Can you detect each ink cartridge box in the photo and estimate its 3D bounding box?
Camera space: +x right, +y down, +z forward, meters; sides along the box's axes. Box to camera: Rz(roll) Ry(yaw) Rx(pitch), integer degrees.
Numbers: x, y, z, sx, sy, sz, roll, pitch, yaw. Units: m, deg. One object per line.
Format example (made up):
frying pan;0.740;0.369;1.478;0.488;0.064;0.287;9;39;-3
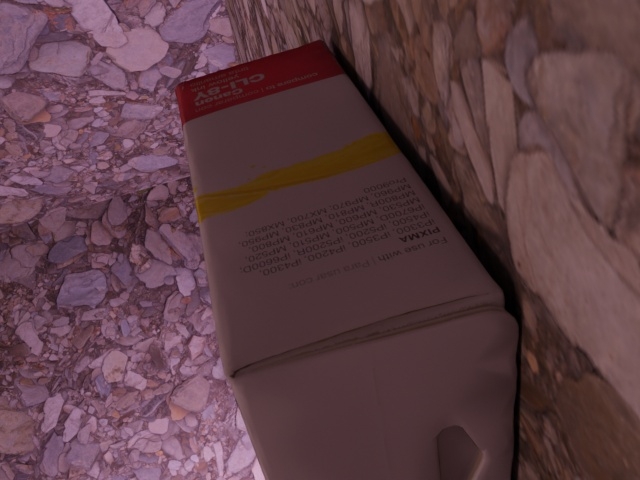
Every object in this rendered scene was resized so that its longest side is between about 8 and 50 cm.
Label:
ink cartridge box;0.002;0.042;0.553;0.385;0.160;0.279;-113;8;-52
